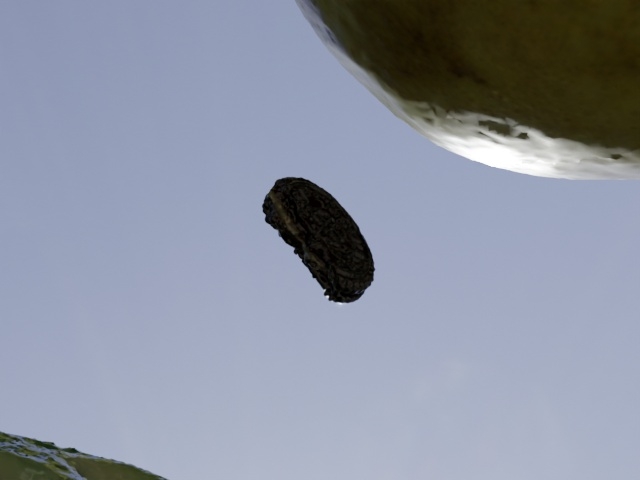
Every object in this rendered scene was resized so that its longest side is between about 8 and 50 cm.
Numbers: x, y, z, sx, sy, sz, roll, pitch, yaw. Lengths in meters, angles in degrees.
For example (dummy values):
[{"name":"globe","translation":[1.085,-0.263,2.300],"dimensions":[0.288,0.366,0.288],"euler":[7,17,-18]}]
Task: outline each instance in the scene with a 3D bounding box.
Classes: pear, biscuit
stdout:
[{"name":"pear","translation":[0.112,-0.168,0.688],"dimensions":[0.304,0.304,0.304],"euler":[-2,-84,-24]},{"name":"biscuit","translation":[0.000,0.000,1.119],"dimensions":[0.087,0.089,0.027],"euler":[35,-60,-25]}]

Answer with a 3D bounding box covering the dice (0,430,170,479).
[{"name":"dice","translation":[-0.169,0.269,0.901],"dimensions":[0.297,0.287,0.300],"euler":[17,-91,-49]}]
